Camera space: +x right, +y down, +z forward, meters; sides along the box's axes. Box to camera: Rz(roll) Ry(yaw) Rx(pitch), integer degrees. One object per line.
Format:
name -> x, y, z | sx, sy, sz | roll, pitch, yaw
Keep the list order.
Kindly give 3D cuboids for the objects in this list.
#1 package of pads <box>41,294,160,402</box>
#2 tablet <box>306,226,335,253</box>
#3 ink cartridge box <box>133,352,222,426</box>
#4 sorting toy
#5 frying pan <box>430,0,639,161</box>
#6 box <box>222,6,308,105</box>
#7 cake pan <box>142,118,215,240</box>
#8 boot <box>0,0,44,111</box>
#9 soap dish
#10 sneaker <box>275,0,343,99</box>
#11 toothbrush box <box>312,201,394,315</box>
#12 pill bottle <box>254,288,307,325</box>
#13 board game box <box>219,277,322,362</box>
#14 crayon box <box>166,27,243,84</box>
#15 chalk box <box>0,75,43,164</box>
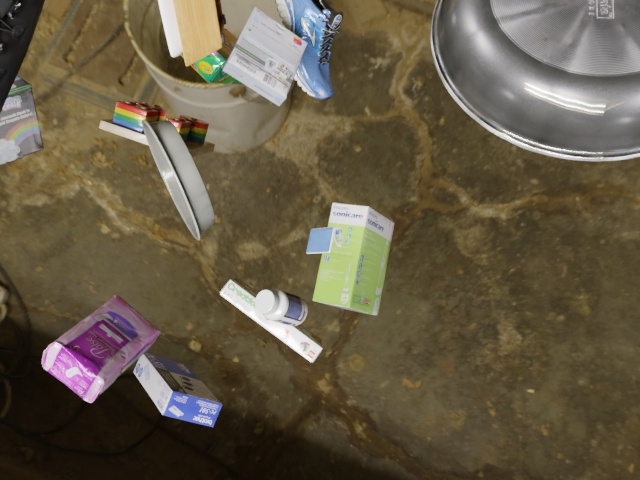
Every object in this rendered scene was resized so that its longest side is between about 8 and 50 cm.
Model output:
package of pads -> -0.167, 0.081, 0.483 | 0.050, 0.083, 0.032 | 37, 118, 2
tablet -> 0.000, 0.000, 1.271 | 0.006, 0.083, 0.054 | 18, 77, -34
ink cartridge box -> -0.260, 0.264, 1.122 | 0.097, 0.207, 0.046 | 25, 86, -30
sorting toy -> -0.450, -0.328, 1.792 | 0.257, 0.255, 0.090 | 19, 104, 3
frying pan -> 0.224, -0.114, 0.381 | 0.326, 0.053, 0.197 | 28, 73, 18
box -> -0.117, -0.404, 1.371 | 0.145, 0.038, 0.186 | 29, 56, -20
cake pan -> -0.314, -0.141, 1.405 | 0.054, 0.293, 0.293 | -25, 81, -15
boot -> -0.595, -0.449, 0.982 | 0.146, 0.367, 0.445 | 38, 99, 34
soap dish -> -0.275, -0.545, 1.315 | 0.118, 0.229, 0.291 | -7, 123, -2
sneaker -> -0.013, -0.525, 1.598 | 0.147, 0.130, 0.330 | -7, 107, 25
toothbrush box -> 0.100, 0.056, 1.782 | 0.122, 0.206, 0.284 | 9, 83, 29
pill bottle -> -0.084, 0.139, 1.317 | 0.067, 0.120, 0.067 | -10, 70, 29
board game box -> -0.131, 0.213, 1.718 | 0.305, 0.193, 0.053 | 37, 88, -1
crayon box -> -0.288, -0.524, 1.760 | 0.165, 0.278, 0.081 | 45, 110, 2
chalk box -> -0.711, -0.292, 1.361 | 0.132, 0.213, 0.132 | 32, 45, 26
